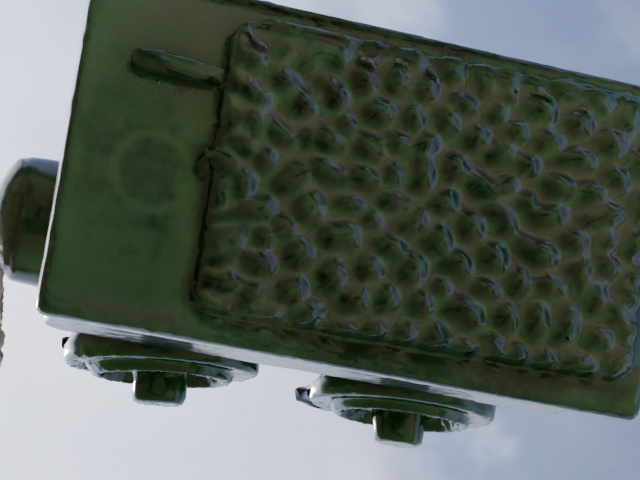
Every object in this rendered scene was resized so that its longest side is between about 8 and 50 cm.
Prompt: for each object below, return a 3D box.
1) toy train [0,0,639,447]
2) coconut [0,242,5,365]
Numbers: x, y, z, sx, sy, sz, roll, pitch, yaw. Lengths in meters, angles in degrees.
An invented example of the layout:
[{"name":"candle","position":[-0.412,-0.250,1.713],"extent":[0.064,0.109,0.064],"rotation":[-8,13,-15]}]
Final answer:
[{"name":"toy train","position":[0.000,0.000,0.732],"extent":[0.266,0.202,0.145],"rotation":[11,-103,-13]},{"name":"coconut","position":[-0.131,0.006,0.322],"extent":[0.147,0.153,0.147],"rotation":[13,-63,28]}]
